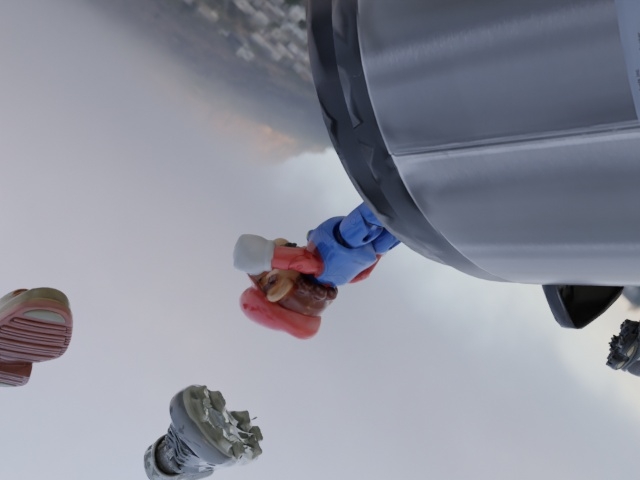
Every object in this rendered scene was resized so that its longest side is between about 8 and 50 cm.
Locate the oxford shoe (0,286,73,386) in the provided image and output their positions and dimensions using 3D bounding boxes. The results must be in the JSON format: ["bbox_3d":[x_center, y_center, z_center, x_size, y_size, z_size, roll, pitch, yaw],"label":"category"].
[{"bbox_3d":[-0.512,0.134,1.596,0.140,0.397,0.146,19,-120,-28],"label":"oxford shoe"}]

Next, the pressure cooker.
[{"bbox_3d":[0.195,-0.153,0.622,0.420,0.370,0.375,-3,156,47],"label":"pressure cooker"}]

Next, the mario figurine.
[{"bbox_3d":[0.000,0.000,1.319,0.198,0.320,0.170,41,-155,-21],"label":"mario figurine"}]

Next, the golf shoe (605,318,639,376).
[{"bbox_3d":[0.466,0.119,1.261,0.094,0.198,0.077,27,-128,5],"label":"golf shoe"}]

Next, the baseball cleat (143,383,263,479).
[{"bbox_3d":[-0.113,0.182,0.824,0.206,0.109,0.072,61,-175,-66],"label":"baseball cleat"}]
